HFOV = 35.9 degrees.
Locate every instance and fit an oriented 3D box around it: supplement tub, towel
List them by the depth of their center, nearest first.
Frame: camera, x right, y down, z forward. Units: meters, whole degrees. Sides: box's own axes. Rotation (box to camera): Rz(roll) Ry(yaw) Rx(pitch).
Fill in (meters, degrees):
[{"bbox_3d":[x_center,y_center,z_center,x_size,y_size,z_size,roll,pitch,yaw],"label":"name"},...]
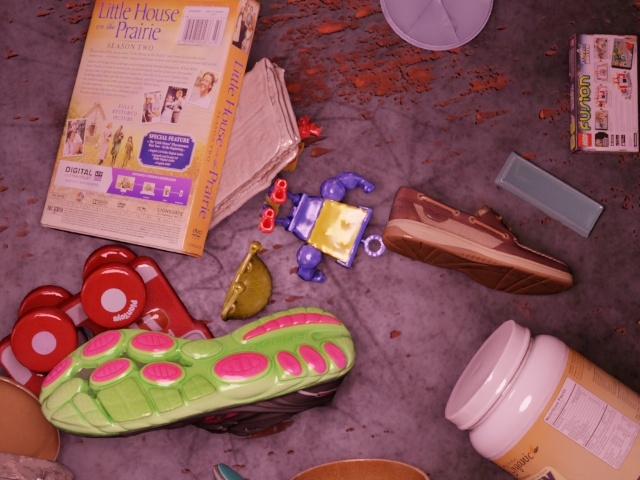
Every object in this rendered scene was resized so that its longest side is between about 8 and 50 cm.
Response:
[{"bbox_3d":[-0.145,-0.145,1.578,0.282,0.049,0.187,-35,54,33],"label":"towel"},{"bbox_3d":[0.382,0.293,1.580,0.316,0.228,0.228,34,85,0],"label":"supplement tub"}]

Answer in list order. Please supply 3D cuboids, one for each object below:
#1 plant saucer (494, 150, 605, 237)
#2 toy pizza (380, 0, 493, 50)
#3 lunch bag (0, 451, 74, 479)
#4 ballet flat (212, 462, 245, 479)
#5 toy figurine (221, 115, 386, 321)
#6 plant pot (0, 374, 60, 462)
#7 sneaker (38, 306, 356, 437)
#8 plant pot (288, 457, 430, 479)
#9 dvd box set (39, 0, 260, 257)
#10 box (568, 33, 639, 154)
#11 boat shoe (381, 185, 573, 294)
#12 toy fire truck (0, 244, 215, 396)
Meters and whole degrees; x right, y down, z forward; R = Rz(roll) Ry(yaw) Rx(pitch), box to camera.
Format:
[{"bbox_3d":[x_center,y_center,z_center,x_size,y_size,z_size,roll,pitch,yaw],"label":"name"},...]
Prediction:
[{"bbox_3d":[0.401,-0.081,1.716,0.192,0.018,0.067,31,84,1],"label":"plant saucer"},{"bbox_3d":[0.201,-0.429,1.725,0.201,0.032,0.201,0,85,-5],"label":"toy pizza"},{"bbox_3d":[-0.537,0.454,1.485,0.305,0.256,0.212,12,104,-3],"label":"lunch bag"},{"bbox_3d":[-0.116,0.448,1.627,0.188,0.070,0.070,39,85,4],"label":"ballet flat"},{"bbox_3d":[0.000,0.000,1.610,0.217,0.191,0.362,22,86,-6],"label":"toy figurine"},{"bbox_3d":[-0.529,0.295,1.577,0.236,0.032,0.236,2,122,4],"label":"plant pot"},{"bbox_3d":[-0.181,0.238,1.510,0.483,0.202,0.185,-5,45,-9],"label":"sneaker"},{"bbox_3d":[0.063,0.509,1.566,0.237,0.237,0.254,-5,100,-3],"label":"plant pot"},{"bbox_3d":[-0.280,-0.200,1.597,0.308,0.062,0.420,9,84,29],"label":"dvd box set"},{"bbox_3d":[0.495,-0.256,1.725,0.114,0.036,0.207,1,85,-3],"label":"box"},{"bbox_3d":[0.272,-0.004,1.649,0.342,0.123,0.123,17,69,-10],"label":"boat shoe"},{"bbox_3d":[-0.348,0.169,1.597,0.302,0.169,0.254,-33,106,-4],"label":"toy fire truck"}]
